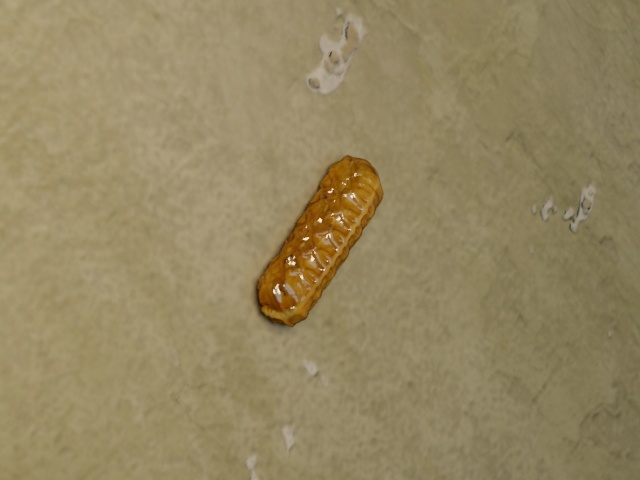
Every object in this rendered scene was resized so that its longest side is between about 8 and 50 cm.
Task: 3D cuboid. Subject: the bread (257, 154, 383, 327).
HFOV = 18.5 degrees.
[{"bbox_3d":[0.000,0.000,1.568,0.052,0.044,0.157,46,63,-27],"label":"bread"}]
